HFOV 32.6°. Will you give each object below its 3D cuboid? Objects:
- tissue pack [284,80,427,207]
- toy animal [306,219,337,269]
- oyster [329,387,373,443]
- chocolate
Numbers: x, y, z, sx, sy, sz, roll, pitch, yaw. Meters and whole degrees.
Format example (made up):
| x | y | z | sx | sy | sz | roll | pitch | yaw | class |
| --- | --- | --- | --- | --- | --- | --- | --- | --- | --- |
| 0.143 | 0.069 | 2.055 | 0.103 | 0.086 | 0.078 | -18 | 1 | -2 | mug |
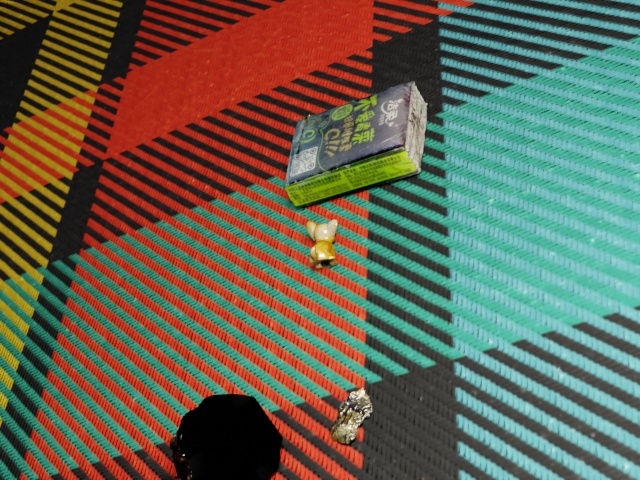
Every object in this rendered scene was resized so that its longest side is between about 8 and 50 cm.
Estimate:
| x | y | z | sx | sy | sz | roll | pitch | yaw | class |
| --- | --- | --- | --- | --- | --- | --- | --- | --- | --- |
| 0.059 | -0.160 | 1.840 | 0.235 | 0.073 | 0.173 | -16 | 44 | 26 | tissue pack |
| 0.000 | 0.000 | 1.735 | 0.060 | 0.081 | 0.083 | -17 | 64 | 29 | toy animal |
| 0.041 | 0.239 | 1.506 | 0.054 | 0.019 | 0.083 | 10 | 59 | 44 | oyster |
| -0.155 | 0.296 | 1.544 | 0.133 | 0.156 | 0.156 | -31 | 29 | 57 | chocolate |
